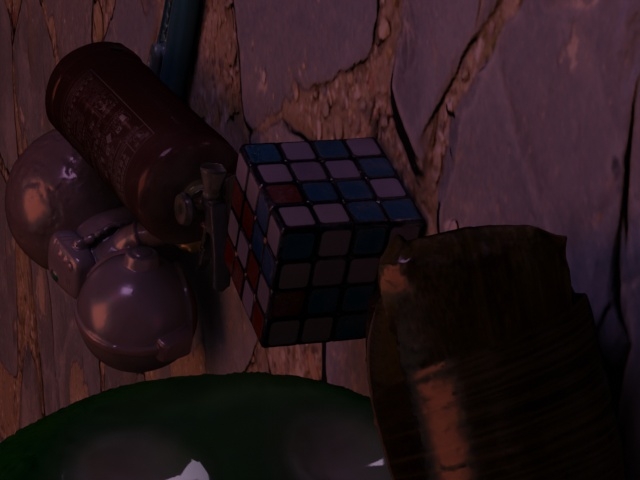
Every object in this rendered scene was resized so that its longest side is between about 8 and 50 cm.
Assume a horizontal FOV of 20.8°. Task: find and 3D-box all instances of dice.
[{"bbox_3d":[-0.058,0.266,0.994,0.300,0.297,0.287,-112,28,-42],"label":"dice"}]

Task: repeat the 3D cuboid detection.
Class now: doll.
[{"bbox_3d":[-0.184,0.011,1.523,0.287,0.151,0.151,-123,34,-47],"label":"doll"}]

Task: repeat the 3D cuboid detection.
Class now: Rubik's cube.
[{"bbox_3d":[0.000,0.000,1.070,0.092,0.092,0.092,-118,31,-47],"label":"Rubik's cube"}]

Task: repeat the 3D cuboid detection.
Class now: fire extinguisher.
[{"bbox_3d":[-0.129,-0.063,1.379,0.269,0.105,0.105,43,134,50],"label":"fire extinguisher"}]

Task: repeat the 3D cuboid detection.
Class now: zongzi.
[{"bbox_3d":[0.087,0.118,0.877,0.241,0.111,0.248,112,146,-86],"label":"zongzi"}]

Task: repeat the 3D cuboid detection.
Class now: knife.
[{"bbox_3d":[-0.127,-0.173,1.475,0.222,0.031,0.064,106,152,-44],"label":"knife"}]
